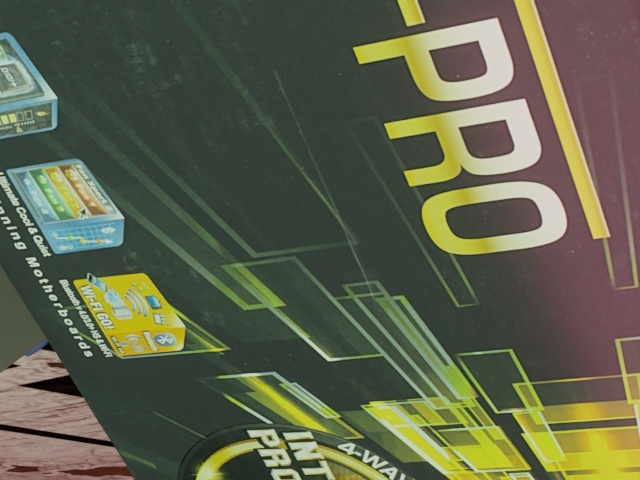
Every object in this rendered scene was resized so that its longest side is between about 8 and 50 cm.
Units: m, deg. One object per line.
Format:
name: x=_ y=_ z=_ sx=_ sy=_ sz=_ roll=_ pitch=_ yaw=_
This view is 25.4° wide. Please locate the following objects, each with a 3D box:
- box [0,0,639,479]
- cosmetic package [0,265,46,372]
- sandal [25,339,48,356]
box: x=0.045 y=-0.035 z=0.428 sx=0.318 sy=0.097 sz=0.395 roll=-8 pitch=125 yaw=24
cosmetic package: x=-0.199 y=0.013 z=0.680 sx=0.107 sy=0.127 sz=0.238 roll=-15 pitch=-161 yaw=44
sandal: x=-0.327 y=0.033 z=0.976 sx=0.317 sy=0.126 sz=0.138 roll=3 pitch=176 yaw=5
